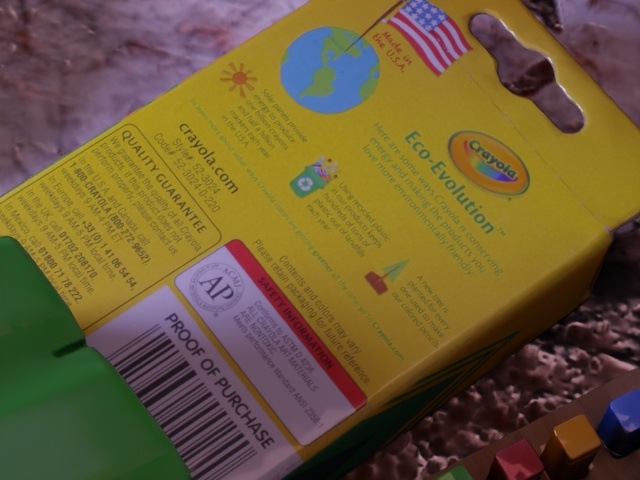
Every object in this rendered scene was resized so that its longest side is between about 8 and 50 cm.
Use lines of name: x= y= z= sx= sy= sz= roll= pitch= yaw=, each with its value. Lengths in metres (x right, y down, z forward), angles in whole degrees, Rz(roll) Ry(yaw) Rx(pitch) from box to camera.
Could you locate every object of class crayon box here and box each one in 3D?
crayon box: x=0.000 y=0.000 z=1.011 sx=0.318 sy=0.081 sz=0.202 roll=-33 pitch=71 yaw=-15

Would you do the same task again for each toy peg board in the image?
toy peg board: x=0.134 y=0.151 z=0.948 sx=0.161 sy=0.079 sz=0.161 roll=-26 pitch=69 yaw=-13

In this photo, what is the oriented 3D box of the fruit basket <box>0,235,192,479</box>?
fruit basket: x=-0.200 y=0.205 z=0.794 sx=0.392 sy=0.283 sz=0.392 roll=8 pitch=55 yaw=-12
